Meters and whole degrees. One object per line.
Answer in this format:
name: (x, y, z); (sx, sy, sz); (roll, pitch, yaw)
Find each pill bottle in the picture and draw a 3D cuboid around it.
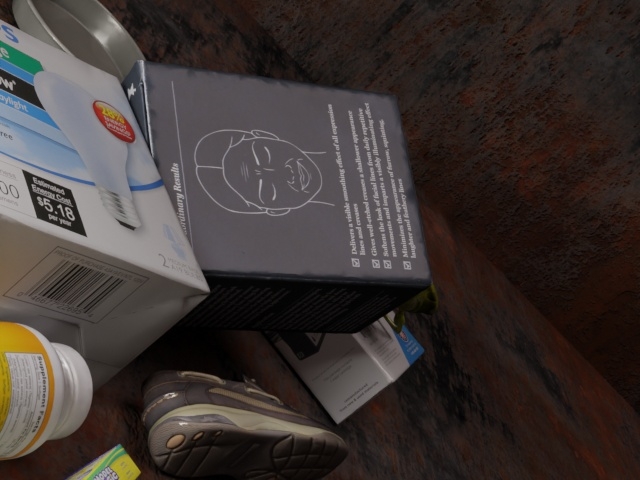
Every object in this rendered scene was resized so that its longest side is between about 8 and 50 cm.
pill bottle: (-0.334, 0.144, 1.187); (0.136, 0.136, 0.246); (57, 19, 21)

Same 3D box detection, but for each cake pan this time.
cake pan: (-0.407, -0.340, 2.099); (0.293, 0.054, 0.293); (44, 19, -19)

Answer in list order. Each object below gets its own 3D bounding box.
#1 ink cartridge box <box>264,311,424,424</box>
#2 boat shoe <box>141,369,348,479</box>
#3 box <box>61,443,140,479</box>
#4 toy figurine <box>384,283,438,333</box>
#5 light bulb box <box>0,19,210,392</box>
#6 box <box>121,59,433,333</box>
ink cartridge box: (0.008, 0.122, 2.043); (0.307, 0.129, 0.223); (51, 20, 5)
boat shoe: (-0.091, 0.233, 1.594); (0.355, 0.132, 0.130); (28, 28, -51)
box: (-0.252, 0.268, 1.186); (0.043, 0.105, 0.179); (55, 17, -6)
toy figurine: (0.000, 0.000, 1.936); (0.217, 0.191, 0.362); (-17, 72, -34)
light bulb box: (-0.363, -0.056, 1.372); (0.358, 0.225, 0.361); (25, 32, -52)
box: (-0.086, -0.046, 1.668); (0.396, 0.212, 0.293); (5, 65, -30)
